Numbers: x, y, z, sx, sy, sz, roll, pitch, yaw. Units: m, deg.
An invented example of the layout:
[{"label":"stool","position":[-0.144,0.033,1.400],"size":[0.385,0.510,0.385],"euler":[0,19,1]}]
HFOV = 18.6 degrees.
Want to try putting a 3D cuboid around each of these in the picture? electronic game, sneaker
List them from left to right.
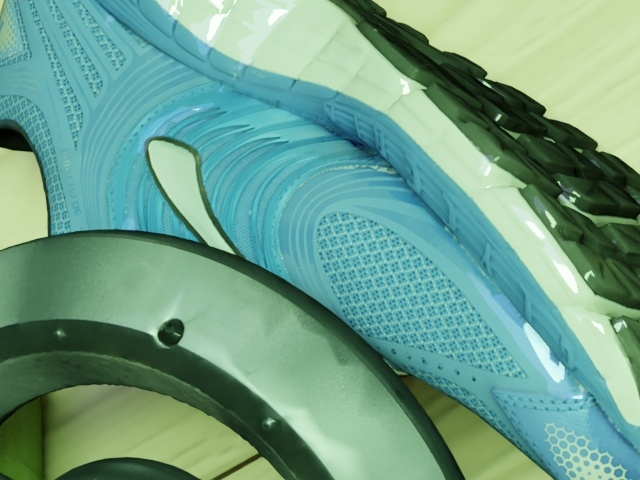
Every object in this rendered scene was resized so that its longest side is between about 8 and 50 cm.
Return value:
[{"label":"electronic game","position":[-0.053,0.109,0.586],"size":[0.229,0.048,0.229],"euler":[6,104,24]},{"label":"sneaker","position":[0.000,0.000,0.636],"size":[0.330,0.130,0.147],"euler":[39,105,37]}]

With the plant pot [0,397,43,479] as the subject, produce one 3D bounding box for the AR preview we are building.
[{"label":"plant pot","position":[-0.130,0.070,0.689],"size":[0.083,0.083,0.079],"euler":[-15,49,21]}]
